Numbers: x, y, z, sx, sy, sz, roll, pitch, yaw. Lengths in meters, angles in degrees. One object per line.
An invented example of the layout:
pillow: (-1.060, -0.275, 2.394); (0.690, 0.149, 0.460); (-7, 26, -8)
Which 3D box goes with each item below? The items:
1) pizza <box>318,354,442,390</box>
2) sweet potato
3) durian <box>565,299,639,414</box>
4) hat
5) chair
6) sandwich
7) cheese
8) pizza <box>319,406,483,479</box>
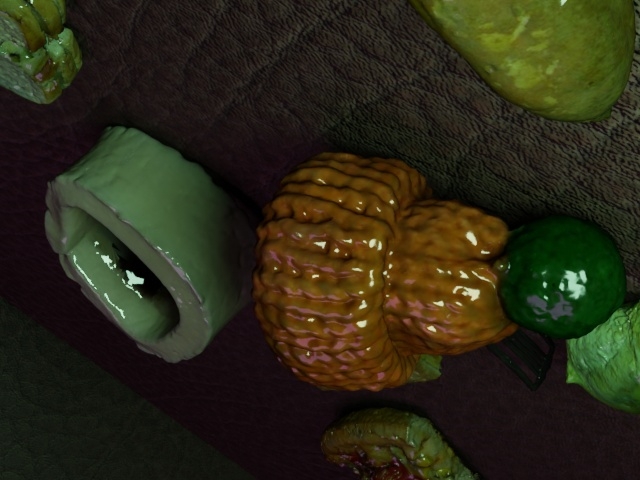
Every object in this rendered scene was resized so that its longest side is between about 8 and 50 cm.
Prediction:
pizza: (0.011, 0.124, 1.999); (0.258, 0.087, 0.268); (-12, 141, 40)
sweet potato: (0.144, -0.196, 1.023); (0.158, 0.158, 0.370); (5, 147, 52)
durian: (0.364, 0.133, 1.539); (0.139, 0.101, 0.250); (40, 159, -18)
hat: (0.138, 0.024, 1.532); (0.400, 0.285, 0.285); (-6, 147, 17)
chair: (0.204, 0.106, 1.752); (0.101, 0.084, 0.212); (7, 149, 44)
sandwich: (-0.422, -0.293, 1.721); (0.249, 0.095, 0.273); (29, 161, 9)
cheese: (-0.250, 0.007, 1.995); (0.332, 0.153, 0.292); (49, 147, -6)
pizza: (0.190, 0.455, 2.544); (0.406, 0.130, 0.440); (37, 160, -6)
